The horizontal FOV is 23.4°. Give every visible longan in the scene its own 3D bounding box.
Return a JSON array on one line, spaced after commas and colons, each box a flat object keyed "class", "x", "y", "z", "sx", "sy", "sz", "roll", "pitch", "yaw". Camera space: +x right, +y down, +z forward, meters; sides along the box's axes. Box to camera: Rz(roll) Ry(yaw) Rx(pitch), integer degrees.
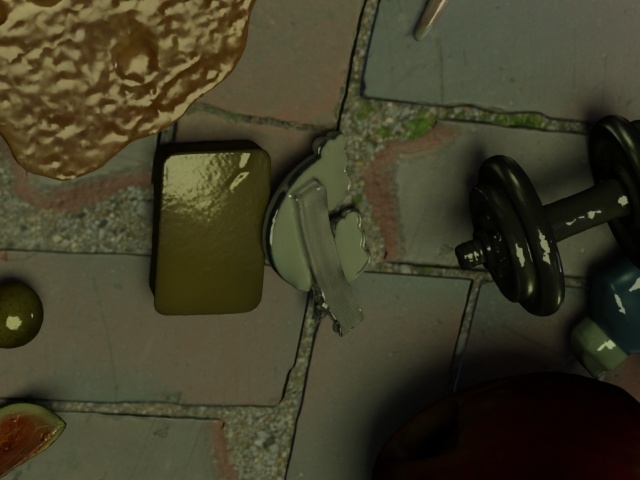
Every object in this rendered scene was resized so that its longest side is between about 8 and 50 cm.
[{"class": "longan", "x": -0.342, "y": 0.078, "z": 1.681, "sx": 0.083, "sy": 0.075, "sz": 0.075, "roll": 38, "pitch": 99, "yaw": -17}]

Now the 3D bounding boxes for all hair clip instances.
[{"class": "hair clip", "x": 0.000, "y": 0.000, "z": 1.727, "sx": 0.140, "sy": 0.054, "sz": 0.220, "roll": -32, "pitch": 122, "yaw": -30}]

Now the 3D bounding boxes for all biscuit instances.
[{"class": "biscuit", "x": -0.240, "y": -0.270, "z": 1.555, "sx": 0.385, "sy": 0.062, "sz": 0.365, "roll": -42, "pitch": 120, "yaw": 5}]

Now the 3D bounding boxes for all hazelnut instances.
[{"class": "hazelnut", "x": 0.266, "y": 0.350, "z": 1.823, "sx": 0.402, "sy": 0.402, "sz": 0.429, "roll": -25, "pitch": 119, "yaw": -4}]

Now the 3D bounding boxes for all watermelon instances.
[{"class": "watermelon", "x": -0.362, "y": 0.229, "z": 1.744, "sx": 0.163, "sy": 0.087, "sz": 0.069, "roll": -35, "pitch": 87, "yaw": 0}]

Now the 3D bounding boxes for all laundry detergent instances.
[{"class": "laundry detergent", "x": 0.414, "y": 0.049, "z": 1.866, "sx": 0.290, "sy": 0.094, "sz": 0.143, "roll": -47, "pitch": 130, "yaw": 7}]

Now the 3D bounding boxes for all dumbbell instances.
[{"class": "dumbbell", "x": 0.288, "y": -0.028, "z": 1.745, "sx": 0.290, "sy": 0.192, "sz": 0.192, "roll": -20, "pitch": 117, "yaw": -7}]

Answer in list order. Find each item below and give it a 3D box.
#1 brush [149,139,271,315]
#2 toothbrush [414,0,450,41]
[{"class": "brush", "x": -0.124, "y": -0.015, "z": 1.705, "sx": 0.123, "sy": 0.059, "sz": 0.197, "roll": -3, "pitch": 115, "yaw": -18}, {"class": "toothbrush", "x": 0.182, "y": -0.348, "z": 1.663, "sx": 0.030, "sy": 0.025, "sz": 0.307, "roll": 21, "pitch": 106, "yaw": -31}]
